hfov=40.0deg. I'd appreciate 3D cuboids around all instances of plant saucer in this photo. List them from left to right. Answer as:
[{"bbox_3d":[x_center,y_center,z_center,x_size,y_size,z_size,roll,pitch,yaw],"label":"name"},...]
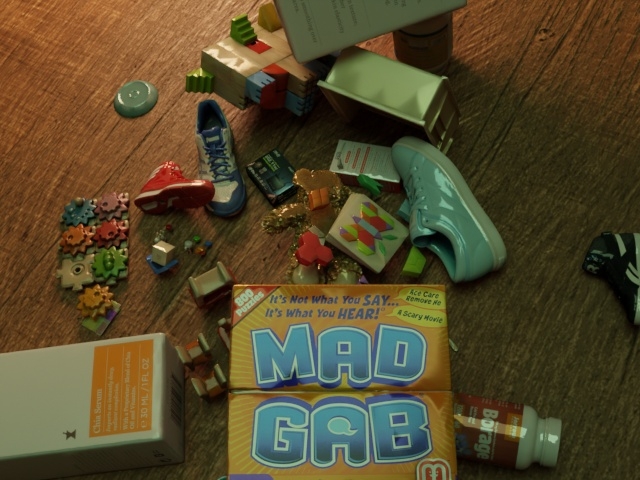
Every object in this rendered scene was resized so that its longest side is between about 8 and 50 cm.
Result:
[{"bbox_3d":[-0.477,-0.370,2.261,0.119,0.021,0.119,-4,59,7],"label":"plant saucer"}]

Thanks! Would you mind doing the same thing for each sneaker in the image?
[{"bbox_3d":[-0.330,-0.141,2.044,0.221,0.087,0.128,-6,54,27],"label":"sneaker"},{"bbox_3d":[-0.250,-0.196,2.062,0.111,0.131,0.296,-15,60,-2],"label":"sneaker"},{"bbox_3d":[0.238,-0.068,1.878,0.150,0.135,0.366,-25,65,-24],"label":"sneaker"},{"bbox_3d":[0.599,0.079,1.805,0.121,0.079,0.217,2,52,14],"label":"sneaker"}]

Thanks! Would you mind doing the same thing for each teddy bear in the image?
[{"bbox_3d":[0.000,0.000,1.903,0.245,0.113,0.338,-9,53,-19],"label":"teddy bear"}]

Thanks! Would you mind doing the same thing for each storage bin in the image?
[{"bbox_3d":[0.165,-0.309,1.992,0.262,0.260,0.123,24,83,21],"label":"storage bin"}]

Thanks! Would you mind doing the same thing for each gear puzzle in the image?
[{"bbox_3d":[-0.526,0.029,2.017,0.175,0.044,0.339,-10,57,3],"label":"gear puzzle"}]

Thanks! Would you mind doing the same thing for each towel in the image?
[{"bbox_3d":[-0.487,0.168,1.958,0.060,0.009,0.083,23,65,21],"label":"towel"}]

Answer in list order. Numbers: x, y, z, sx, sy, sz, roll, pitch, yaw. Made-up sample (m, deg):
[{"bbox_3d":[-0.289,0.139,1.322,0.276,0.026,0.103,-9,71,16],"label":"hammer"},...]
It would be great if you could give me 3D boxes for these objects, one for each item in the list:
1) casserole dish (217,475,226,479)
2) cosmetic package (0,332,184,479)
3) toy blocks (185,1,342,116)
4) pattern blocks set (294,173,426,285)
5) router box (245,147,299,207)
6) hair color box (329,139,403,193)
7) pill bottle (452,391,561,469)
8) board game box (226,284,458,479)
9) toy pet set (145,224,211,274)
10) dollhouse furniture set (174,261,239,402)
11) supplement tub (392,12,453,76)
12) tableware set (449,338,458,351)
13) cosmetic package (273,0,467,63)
[{"bbox_3d":[-0.135,0.521,1.682,0.188,0.037,0.114,10,62,13],"label":"casserole dish"},{"bbox_3d":[-0.513,0.343,1.773,0.453,0.161,0.230,-9,59,5],"label":"cosmetic package"},{"bbox_3d":[-0.096,-0.408,2.116,0.261,0.191,0.381,35,47,23],"label":"toy blocks"},{"bbox_3d":[0.098,-0.017,1.858,0.285,0.026,0.325,28,44,-8],"label":"pattern blocks set"},{"bbox_3d":[-0.106,-0.148,2.064,0.092,0.038,0.122,-33,61,-11],"label":"router box"},{"bbox_3d":[0.113,-0.171,2.035,0.167,0.053,0.093,11,64,13],"label":"hair color box"},{"bbox_3d":[0.336,0.361,1.650,0.216,0.121,0.121,8,62,13],"label":"pill bottle"},{"bbox_3d":[0.030,0.299,1.545,0.356,0.356,0.356,0,69,-1],"label":"board game box"},{"bbox_3d":[-0.330,0.031,1.997,0.122,0.065,0.114,23,31,17],"label":"toy pet set"},{"bbox_3d":[-0.176,0.183,1.855,0.262,0.135,0.259,-28,71,-8],"label":"dollhouse furniture set"},{"bbox_3d":[0.246,-0.494,2.115,0.144,0.200,0.144,-4,59,6],"label":"supplement tub"},{"bbox_3d":[0.177,0.187,1.824,0.128,0.039,0.194,-34,61,-11],"label":"tableware set"},{"bbox_3d":[0.063,-0.642,1.913,0.393,0.329,0.327,-18,34,1],"label":"cosmetic package"}]
